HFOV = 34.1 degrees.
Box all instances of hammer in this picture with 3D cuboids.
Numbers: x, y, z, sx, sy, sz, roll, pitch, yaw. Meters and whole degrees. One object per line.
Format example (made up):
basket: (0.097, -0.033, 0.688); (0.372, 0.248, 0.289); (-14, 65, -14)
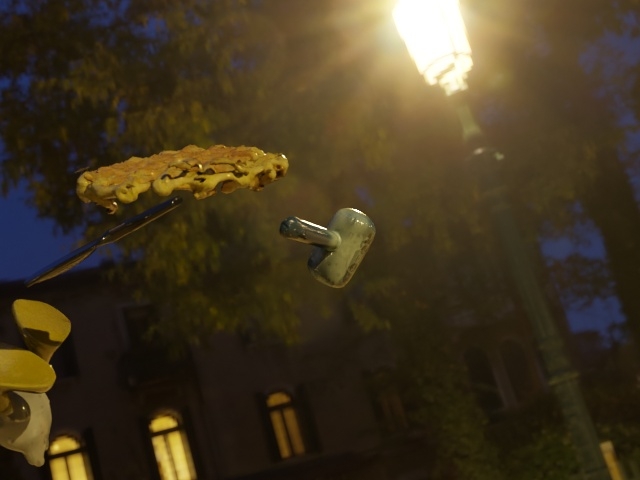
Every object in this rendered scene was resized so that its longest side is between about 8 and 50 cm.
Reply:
hammer: (0.000, 0.000, 1.444); (0.116, 0.069, 0.194); (-59, -31, 7)

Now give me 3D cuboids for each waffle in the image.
waffle: (-0.183, -0.084, 1.345); (0.280, 0.060, 0.262); (-13, 11, -31)

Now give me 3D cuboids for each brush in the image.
brush: (-0.235, 0.001, 1.130); (0.193, 0.016, 0.063); (-30, 11, 6)

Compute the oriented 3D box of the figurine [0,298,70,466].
figurine: (-0.475, 0.221, 1.287); (0.338, 0.283, 0.204); (-66, -10, 21)
